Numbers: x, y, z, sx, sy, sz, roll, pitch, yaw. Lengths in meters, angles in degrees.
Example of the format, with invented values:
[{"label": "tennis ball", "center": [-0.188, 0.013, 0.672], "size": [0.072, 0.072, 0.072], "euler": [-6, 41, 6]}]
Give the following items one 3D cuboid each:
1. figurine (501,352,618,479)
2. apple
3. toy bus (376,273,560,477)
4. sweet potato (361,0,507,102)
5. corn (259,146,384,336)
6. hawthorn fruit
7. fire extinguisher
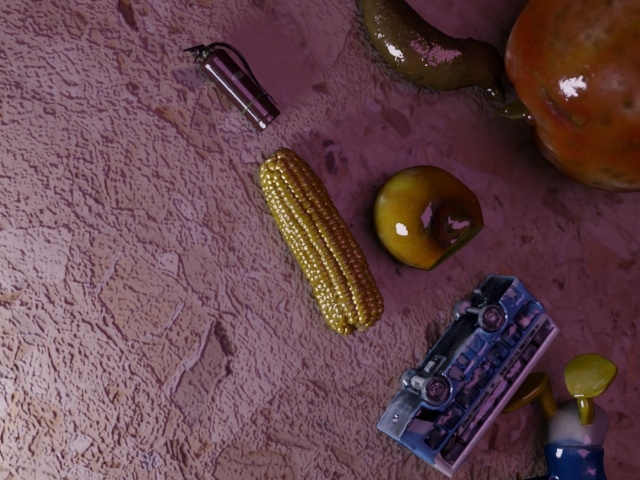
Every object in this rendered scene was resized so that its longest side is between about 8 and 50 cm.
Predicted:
[{"label": "figurine", "center": [0.396, 0.383, 1.394], "size": [0.338, 0.204, 0.283], "euler": [54, 50, -21]}, {"label": "apple", "center": [0.155, -0.028, 1.348], "size": [0.163, 0.147, 0.146], "euler": [42, 79, -13]}, {"label": "toy bus", "center": [0.221, 0.197, 1.387], "size": [0.131, 0.106, 0.297], "euler": [42, 80, -14]}, {"label": "sweet potato", "center": [0.160, -0.291, 1.384], "size": [0.310, 0.098, 0.124], "euler": [34, 58, -11]}, {"label": "corn", "center": [0.000, 0.000, 1.333], "size": [0.101, 0.101, 0.292], "euler": [-28, 93, -15]}, {"label": "hawthorn fruit", "center": [0.438, -0.259, 1.338], "size": [0.402, 0.403, 0.403], "euler": [0, 89, -16]}, {"label": "fire extinguisher", "center": [-0.121, -0.230, 1.329], "size": [0.157, 0.045, 0.078], "euler": [46, 49, -10]}]
